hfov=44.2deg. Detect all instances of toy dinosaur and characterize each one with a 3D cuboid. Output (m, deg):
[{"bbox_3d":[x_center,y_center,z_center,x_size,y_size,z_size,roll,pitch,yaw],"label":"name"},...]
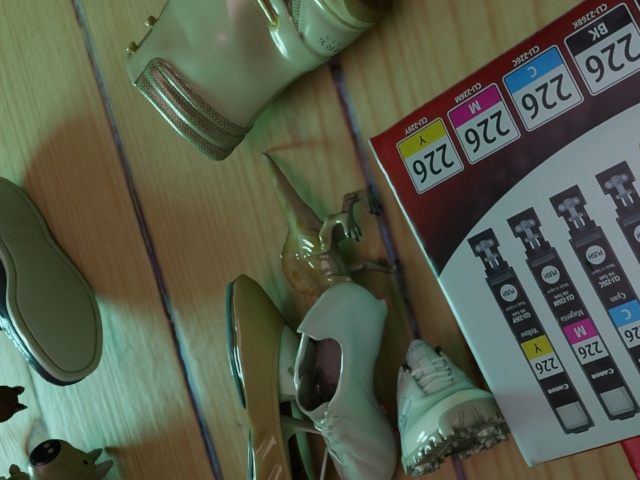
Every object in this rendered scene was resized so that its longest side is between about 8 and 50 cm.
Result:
[{"bbox_3d":[0.000,0.000,0.597,0.093,0.053,0.183,-30,81,37],"label":"toy dinosaur"}]

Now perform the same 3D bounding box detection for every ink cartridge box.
[{"bbox_3d":[0.225,-0.009,0.387,0.310,0.130,0.271,-31,82,35],"label":"ink cartridge box"}]

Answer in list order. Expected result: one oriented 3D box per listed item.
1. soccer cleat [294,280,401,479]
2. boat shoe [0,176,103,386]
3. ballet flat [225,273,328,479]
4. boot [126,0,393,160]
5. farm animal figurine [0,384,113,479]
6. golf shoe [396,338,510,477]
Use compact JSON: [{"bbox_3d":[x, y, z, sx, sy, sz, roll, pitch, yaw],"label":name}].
[{"bbox_3d":[0.014,0.119,0.573,0.068,0.076,0.196,19,127,37],"label":"soccer cleat"},{"bbox_3d":[-0.306,0.047,0.798,0.254,0.095,0.079,52,122,18],"label":"boat shoe"},{"bbox_3d":[-0.029,0.139,0.645,0.073,0.080,0.232,-3,100,8],"label":"ballet flat"},{"bbox_3d":[-0.087,-0.214,0.596,0.203,0.095,0.261,-38,81,35],"label":"boot"},{"bbox_3d":[-0.273,0.299,0.780,0.330,0.172,0.326,46,141,35],"label":"farm animal figurine"},{"bbox_3d":[0.071,0.104,0.509,0.069,0.176,0.085,-18,73,-6],"label":"golf shoe"}]
